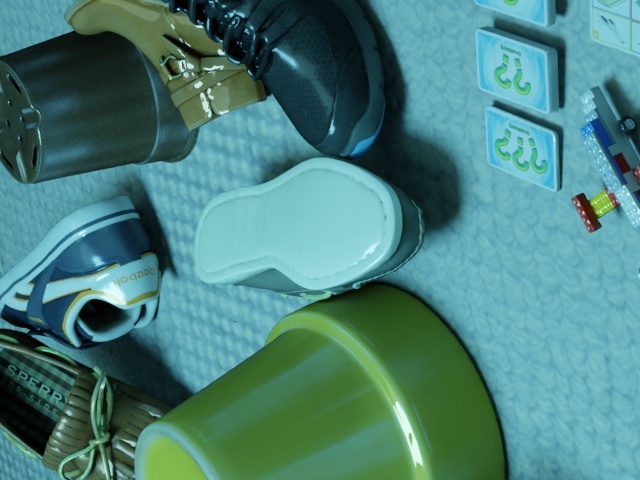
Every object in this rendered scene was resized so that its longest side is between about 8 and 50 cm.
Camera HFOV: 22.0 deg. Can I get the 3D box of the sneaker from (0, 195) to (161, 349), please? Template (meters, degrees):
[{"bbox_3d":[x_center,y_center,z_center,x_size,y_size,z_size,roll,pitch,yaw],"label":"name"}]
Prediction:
[{"bbox_3d":[-0.271,0.065,1.821,0.127,0.126,0.321,64,150,7],"label":"sneaker"}]

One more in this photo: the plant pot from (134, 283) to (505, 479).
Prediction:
[{"bbox_3d":[-0.015,0.188,1.387,0.254,0.239,0.254,33,132,46],"label":"plant pot"}]

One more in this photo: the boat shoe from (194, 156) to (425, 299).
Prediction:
[{"bbox_3d":[0.000,-0.005,1.397,0.305,0.091,0.109,-7,75,57],"label":"boat shoe"}]

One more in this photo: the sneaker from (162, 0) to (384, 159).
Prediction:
[{"bbox_3d":[-0.073,-0.199,1.354,0.341,0.139,0.125,58,144,17],"label":"sneaker"}]

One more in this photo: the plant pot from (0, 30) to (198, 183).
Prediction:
[{"bbox_3d":[-0.232,-0.136,1.611,0.167,0.165,0.167,33,132,46],"label":"plant pot"}]

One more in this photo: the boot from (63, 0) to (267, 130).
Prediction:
[{"bbox_3d":[-0.144,-0.172,1.510,0.197,0.073,0.152,-12,103,42],"label":"boot"}]

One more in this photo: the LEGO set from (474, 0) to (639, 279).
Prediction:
[{"bbox_3d":[0.177,-0.089,1.113,0.244,0.060,0.183,29,134,47],"label":"LEGO set"}]

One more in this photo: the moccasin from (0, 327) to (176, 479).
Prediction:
[{"bbox_3d":[-0.250,0.197,1.778,0.380,0.147,0.139,33,95,25],"label":"moccasin"}]
